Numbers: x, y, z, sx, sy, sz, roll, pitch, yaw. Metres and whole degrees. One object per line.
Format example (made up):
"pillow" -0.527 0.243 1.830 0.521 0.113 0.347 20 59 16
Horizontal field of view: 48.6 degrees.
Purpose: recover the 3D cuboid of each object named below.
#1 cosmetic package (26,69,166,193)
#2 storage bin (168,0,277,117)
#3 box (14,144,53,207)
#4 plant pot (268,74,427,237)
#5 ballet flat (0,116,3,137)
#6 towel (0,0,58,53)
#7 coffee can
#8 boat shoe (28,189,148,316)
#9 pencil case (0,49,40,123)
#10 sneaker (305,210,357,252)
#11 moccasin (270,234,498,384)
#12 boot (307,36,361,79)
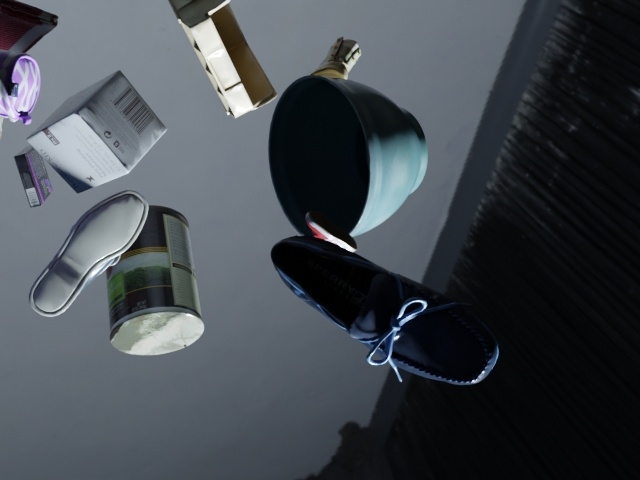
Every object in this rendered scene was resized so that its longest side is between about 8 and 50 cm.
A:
"cosmetic package" -0.441 -0.211 1.400 0.183 0.151 0.151 -15 124 39
"storage bin" -0.222 -0.444 1.537 0.123 0.260 0.262 -27 139 -2
"box" -0.635 -0.146 1.572 0.029 0.162 0.116 -14 107 -7
"plant pot" 0.066 -0.150 1.278 0.196 0.293 0.293 -11 132 -36
"ballet flat" -0.654 -0.257 1.381 0.067 0.073 0.206 -42 146 -39
"towel" -0.722 -0.429 1.397 0.237 0.037 0.329 -17 166 41
"coffee can" -0.378 0.089 1.588 0.201 0.275 0.202 -11 148 -7
"boat shoe" -0.385 0.017 1.189 0.095 0.079 0.255 36 89 -17
"pencil case" -0.454 -0.201 0.882 0.206 0.086 0.088 10 111 4
"sneaker" 0.000 0.000 1.138 0.067 0.042 0.118 -33 134 24
"moccasin" 0.070 0.101 0.964 0.138 0.341 0.117 -68 159 3
"boot" 0.034 -0.376 1.536 0.077 0.213 0.165 37 73 -10
